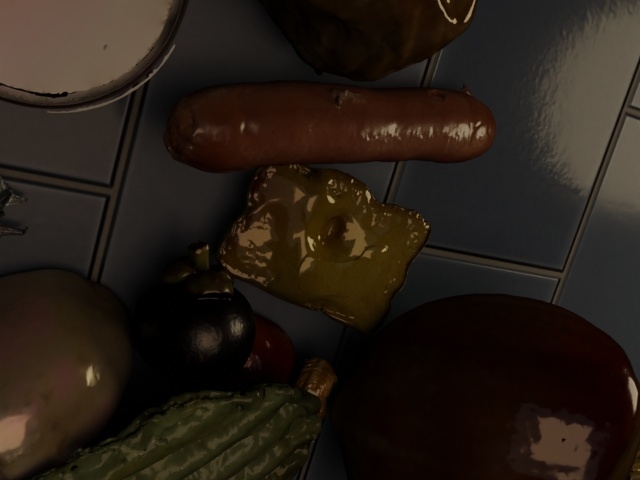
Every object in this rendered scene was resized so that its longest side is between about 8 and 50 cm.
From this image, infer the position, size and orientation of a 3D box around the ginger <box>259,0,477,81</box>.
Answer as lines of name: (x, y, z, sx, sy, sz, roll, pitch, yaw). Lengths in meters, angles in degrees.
ginger: (0.035, -0.285, 0.765, 0.223, 0.200, 0.269, -49, 122, -2)

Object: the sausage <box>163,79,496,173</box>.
sausage: (0.028, -0.122, 0.852, 0.419, 0.094, 0.094, -6, 122, -36)

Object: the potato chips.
potato chips: (-0.182, 0.298, 0.859, 0.429, 0.070, 0.358, -30, 144, -17)

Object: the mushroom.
mushroom: (-0.252, 0.148, 0.799, 0.173, 0.162, 0.236, -31, 121, -12)

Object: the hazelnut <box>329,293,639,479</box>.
hazelnut: (0.205, 0.232, 0.978, 0.366, 0.366, 0.366, -9, 112, -24)

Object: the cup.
cup: (-0.222, -0.219, 0.613, 0.253, 0.274, 0.253, -10, 112, -24)

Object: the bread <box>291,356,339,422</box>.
bread: (-0.008, 0.188, 0.978, 0.111, 0.044, 0.083, 74, 40, -69)

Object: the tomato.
tomato: (-0.088, 0.167, 0.945, 0.155, 0.069, 0.155, -10, 113, -24)

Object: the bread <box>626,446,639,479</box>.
bread: (0.433, 0.373, 1.196, 0.142, 0.227, 0.253, -15, 121, -19)

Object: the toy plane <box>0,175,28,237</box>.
toy plane: (-0.326, -0.022, 0.775, 0.083, 0.031, 0.078, -45, 122, -6)

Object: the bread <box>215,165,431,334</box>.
bread: (0.000, 0.000, 0.922, 0.233, 0.088, 0.161, 26, 90, -29)

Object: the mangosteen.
mangosteen: (-0.132, 0.075, 0.846, 0.137, 0.137, 0.151, 1, 100, -28)
